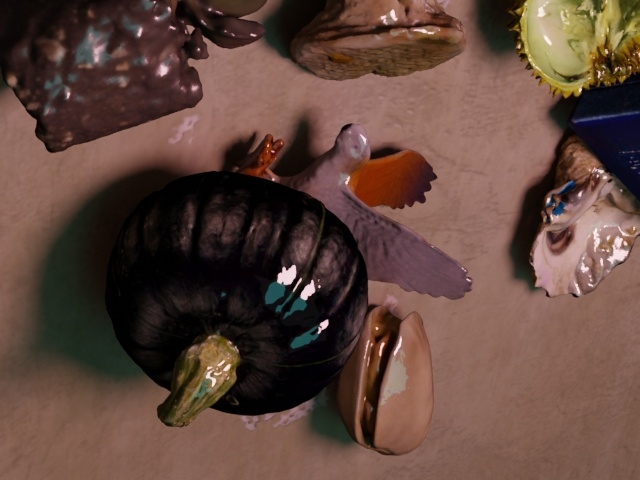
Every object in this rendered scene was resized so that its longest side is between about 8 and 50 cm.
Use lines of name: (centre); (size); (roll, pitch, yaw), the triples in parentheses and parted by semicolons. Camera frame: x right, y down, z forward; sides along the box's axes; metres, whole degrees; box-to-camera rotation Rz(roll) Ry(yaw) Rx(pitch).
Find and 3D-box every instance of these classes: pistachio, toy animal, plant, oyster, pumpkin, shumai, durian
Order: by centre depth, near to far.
plant: (-0.184, -0.215, 1.613); (0.276, 0.188, 0.199); (-33, 138, -10)
pumpkin: (-0.097, 0.076, 1.825); (0.296, 0.296, 0.296); (-20, 133, -23)
shumai: (0.056, -0.246, 1.829); (0.201, 0.201, 0.120); (0, 82, -37)
durian: (0.330, -0.281, 1.940); (0.237, 0.200, 0.176); (-44, 176, 27)
toy animal: (-0.012, -0.014, 1.987); (0.284, 0.225, 0.302); (-33, 128, 20)
pistachio: (0.086, 0.187, 2.192); (0.152, 0.126, 0.223); (-50, 146, -47)
oyster: (0.349, -0.023, 2.247); (0.214, 0.083, 0.223); (28, 110, -43)

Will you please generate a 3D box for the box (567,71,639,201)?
box: (0.495, -0.113, 2.091); (0.279, 0.261, 0.116); (43, 63, -30)
